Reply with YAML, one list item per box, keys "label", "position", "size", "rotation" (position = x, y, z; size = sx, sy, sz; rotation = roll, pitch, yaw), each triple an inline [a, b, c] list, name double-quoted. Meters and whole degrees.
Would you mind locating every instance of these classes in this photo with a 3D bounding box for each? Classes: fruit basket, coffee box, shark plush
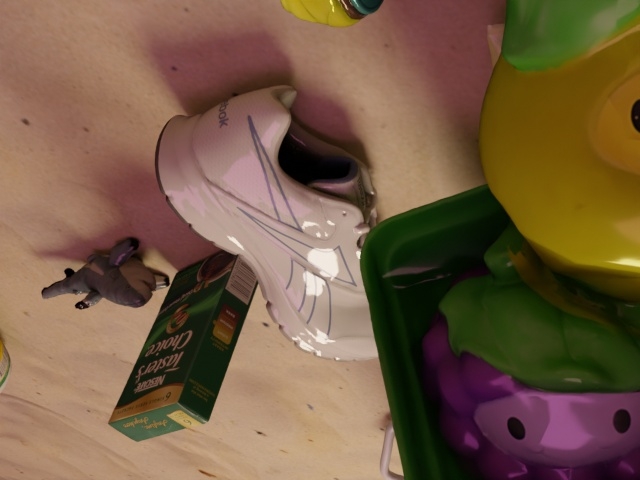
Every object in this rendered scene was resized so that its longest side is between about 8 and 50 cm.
- label: "fruit basket"
  position: [0.198, 0.013, 0.379]
  size: [0.392, 0.282, 0.392]
  rotation: [-7, 148, -5]
- label: "coffee box"
  position: [-0.125, 0.095, 0.687]
  size: [0.113, 0.184, 0.040]
  rotation: [-23, 127, 39]
- label: "shark plush"
  position: [-0.242, 0.044, 0.765]
  size: [0.161, 0.067, 0.073]
  rotation: [2, 138, 19]

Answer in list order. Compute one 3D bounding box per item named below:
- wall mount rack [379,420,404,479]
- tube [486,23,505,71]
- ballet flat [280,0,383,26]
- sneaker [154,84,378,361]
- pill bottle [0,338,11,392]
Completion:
- label: "wall mount rack"
  position: [0.201, 0.314, 0.778]
  size: [0.304, 0.350, 0.130]
  rotation: [13, 106, 10]
- label: "tube"
  position: [0.163, -0.048, 0.512]
  size: [0.062, 0.070, 0.240]
  rotation: [42, 153, 41]
- label: "ballet flat"
  position: [-0.030, -0.216, 0.382]
  size: [0.077, 0.077, 0.231]
  rotation: [13, 146, 33]
- label: "sneaker"
  position: [0.000, 0.000, 0.595]
  size: [0.129, 0.111, 0.297]
  rotation: [-22, 128, 31]
- label: "pill bottle"
  position: [-0.479, 0.124, 0.911]
  size: [0.118, 0.117, 0.208]
  rotation: [14, 141, 6]
